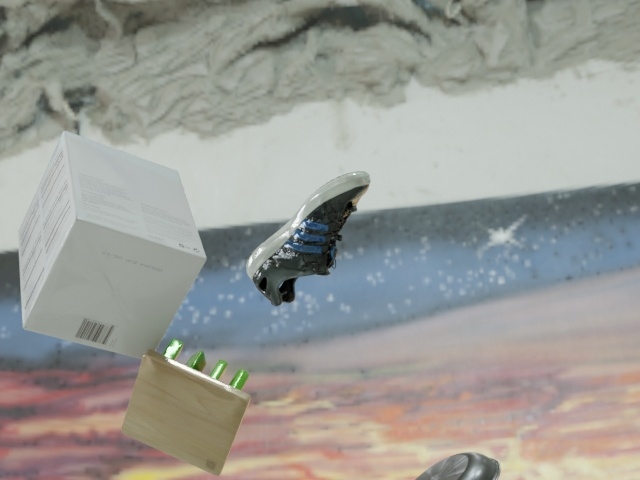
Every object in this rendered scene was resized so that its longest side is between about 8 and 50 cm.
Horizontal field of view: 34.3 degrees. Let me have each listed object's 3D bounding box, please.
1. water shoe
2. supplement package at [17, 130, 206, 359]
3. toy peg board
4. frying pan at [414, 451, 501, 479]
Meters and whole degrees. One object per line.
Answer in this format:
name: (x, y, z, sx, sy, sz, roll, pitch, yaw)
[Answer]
water shoe: (0.000, 0.000, 1.225, 0.203, 0.080, 0.073, -43, -15, 29)
supplement package: (-0.320, 0.006, 1.551, 0.199, 0.263, 0.198, 19, -65, -28)
toy peg board: (-0.186, 0.233, 1.507, 0.161, 0.079, 0.161, 24, -57, 4)
frying pan: (0.151, 0.413, 1.646, 0.326, 0.197, 0.053, -30, -82, 46)
